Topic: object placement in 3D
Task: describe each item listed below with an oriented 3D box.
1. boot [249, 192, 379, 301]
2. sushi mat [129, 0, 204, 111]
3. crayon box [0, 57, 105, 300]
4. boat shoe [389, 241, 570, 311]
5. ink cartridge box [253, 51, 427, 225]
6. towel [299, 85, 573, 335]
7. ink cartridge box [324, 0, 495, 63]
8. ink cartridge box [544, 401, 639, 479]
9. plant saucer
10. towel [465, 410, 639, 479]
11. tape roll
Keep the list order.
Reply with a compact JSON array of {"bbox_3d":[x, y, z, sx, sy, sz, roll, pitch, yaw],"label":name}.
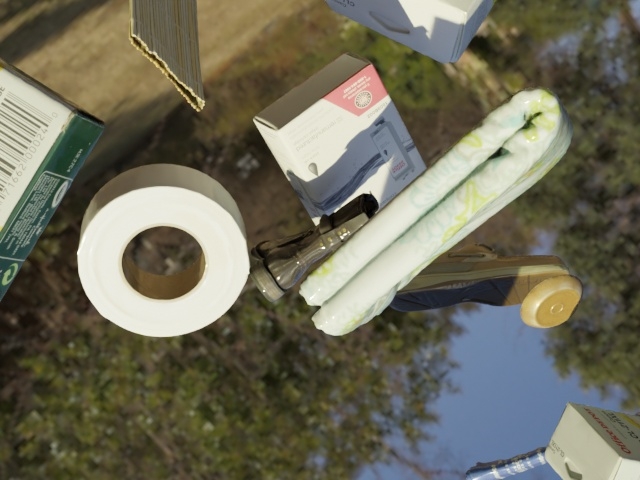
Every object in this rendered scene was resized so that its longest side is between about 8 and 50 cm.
[{"bbox_3d":[0.000,0.000,2.101,0.229,0.091,0.263,-35,-170,7],"label":"boot"},{"bbox_3d":[-0.186,-0.319,1.539,0.019,0.151,0.316,-20,-125,21],"label":"sushi mat"},{"bbox_3d":[-0.368,-0.098,1.082,0.202,0.318,0.081,-58,169,2],"label":"crayon box"},{"bbox_3d":[0.255,0.048,2.107,0.302,0.109,0.098,-7,-121,15],"label":"boat shoe"},{"bbox_3d":[0.049,-0.146,2.206,0.207,0.283,0.117,-37,-151,-10],"label":"ink cartridge box"},{"bbox_3d":[0.151,-0.035,1.549,0.374,0.090,0.320,-42,175,11],"label":"towel"},{"bbox_3d":[0.219,-0.552,2.344,0.384,0.279,0.160,-58,168,-24],"label":"ink cartridge box"},{"bbox_3d":[0.353,0.248,1.395,0.072,0.175,0.127,-69,-156,15],"label":"ink cartridge box"},{"bbox_3d":[0.278,0.076,1.523,0.083,0.083,0.015,-40,-135,11],"label":"plant saucer"},{"bbox_3d":[0.394,0.322,2.053,0.336,0.040,0.243,-21,167,7],"label":"towel"},{"bbox_3d":[-0.262,0.018,2.157,0.286,0.286,0.100,-40,-156,12],"label":"tape roll"}]
